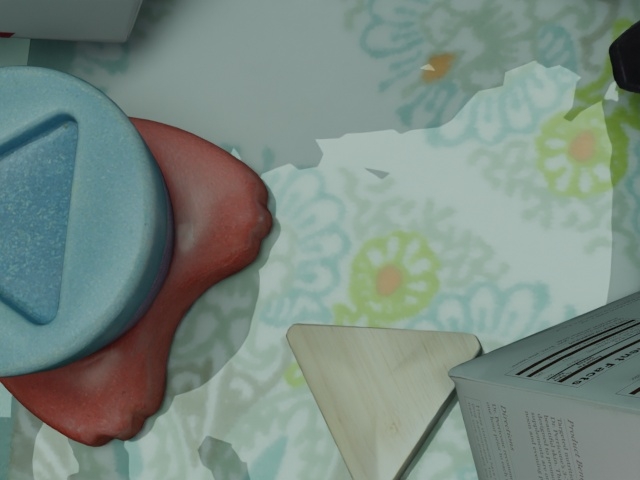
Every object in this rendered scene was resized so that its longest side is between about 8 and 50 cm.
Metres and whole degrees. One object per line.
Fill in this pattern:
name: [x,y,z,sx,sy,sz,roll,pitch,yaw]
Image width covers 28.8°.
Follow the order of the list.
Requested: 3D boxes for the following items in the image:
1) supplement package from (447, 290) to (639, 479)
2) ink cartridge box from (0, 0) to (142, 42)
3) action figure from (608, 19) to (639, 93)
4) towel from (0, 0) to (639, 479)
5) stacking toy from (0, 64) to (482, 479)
supplement package: [0.180,0.121,0.443,0.149,0.203,0.194,-19,99,-26]
ink cartridge box: [-0.159,-0.191,0.562,0.176,0.128,0.127,53,133,35]
action figure: [0.249,-0.146,0.557,0.285,0.099,0.185,-16,89,-21]
towel: [0.000,0.000,0.620,0.320,0.090,0.375,5,80,11]
stacking toy: [-0.102,0.093,0.508,0.279,0.130,0.309,22,84,14]
